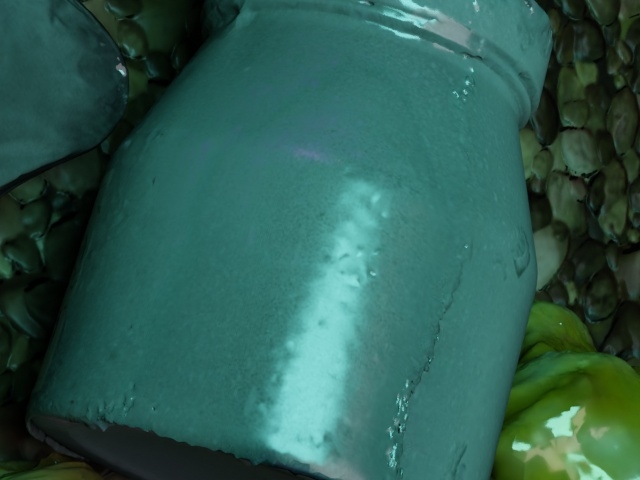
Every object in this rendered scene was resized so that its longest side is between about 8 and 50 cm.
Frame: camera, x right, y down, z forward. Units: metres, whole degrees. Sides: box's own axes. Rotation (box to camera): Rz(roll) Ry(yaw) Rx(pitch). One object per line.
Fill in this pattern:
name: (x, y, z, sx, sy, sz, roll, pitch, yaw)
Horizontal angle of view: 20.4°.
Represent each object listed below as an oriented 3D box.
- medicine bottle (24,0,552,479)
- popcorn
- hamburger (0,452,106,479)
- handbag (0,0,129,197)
medicine bottle: (0.000, 0.000, 0.949, 0.245, 0.245, 0.290, 29, 70, -37)
popcorn: (0.184, 0.189, 1.085, 0.326, 0.290, 0.321, -32, 151, 2)
hamburger: (-0.157, 0.215, 0.935, 0.214, 0.108, 0.213, -8, 102, -43)
handbag: (-0.239, -0.060, 0.867, 0.332, 0.075, 0.191, -42, 115, -25)
